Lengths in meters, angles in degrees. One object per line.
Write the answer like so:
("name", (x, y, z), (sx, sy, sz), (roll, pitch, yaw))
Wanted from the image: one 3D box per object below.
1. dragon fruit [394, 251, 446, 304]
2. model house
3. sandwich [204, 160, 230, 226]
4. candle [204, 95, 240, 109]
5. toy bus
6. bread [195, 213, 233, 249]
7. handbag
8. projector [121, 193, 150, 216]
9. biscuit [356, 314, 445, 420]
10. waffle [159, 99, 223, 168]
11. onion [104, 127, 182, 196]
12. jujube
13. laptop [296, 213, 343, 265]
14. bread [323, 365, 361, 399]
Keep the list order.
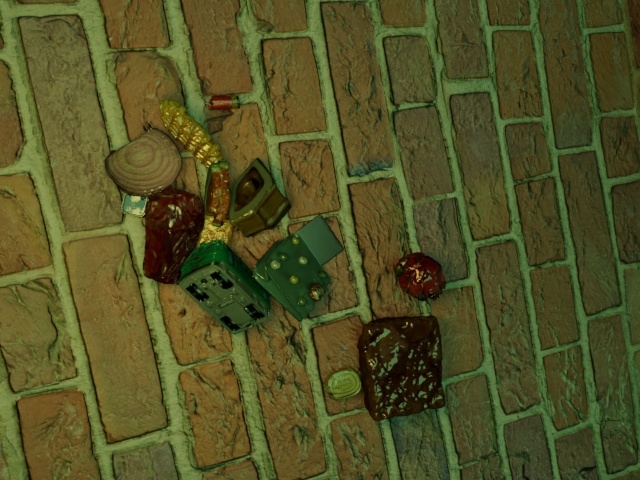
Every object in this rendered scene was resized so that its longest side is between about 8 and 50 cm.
("dragon fruit", (0.421, 0.157, 1.933), (0.274, 0.192, 0.192), (33, 74, -25))
("model house", (-0.225, -0.125, 1.767), (0.268, 0.173, 0.239), (-51, 145, -13))
("sandwich", (-0.369, -0.152, 1.662), (0.079, 0.159, 0.234), (3, 127, -19))
("candle", (-0.373, -0.521, 1.775), (0.131, 0.052, 0.051), (-8, 93, -14))
("toy bus", (-0.333, 0.156, 1.665), (0.184, 0.199, 0.343), (-26, 127, 14))
("bread", (-0.402, 0.000, 1.763), (0.126, 0.068, 0.188), (10, 88, -15))
("handbag", (-0.092, 0.126, 1.763), (0.274, 0.100, 0.268), (50, 35, -8))
("projector", (-0.662, -0.128, 1.682), (0.083, 0.082, 0.083), (15, 87, -15))
("biscuit", (0.327, 0.510, 1.921), (0.343, 0.166, 0.394), (-4, 91, -15))
("waffle", (-0.464, -0.372, 1.681), (0.310, 0.283, 0.065), (35, 70, 31))
("onion", (-0.605, -0.247, 1.662), (0.250, 0.111, 0.247), (-38, 72, -19))
("jujube", (-0.534, -0.014, 1.665), (0.217, 0.216, 0.341), (10, 96, -15))
("laptop", (0.000, 0.000, 1.902), (0.129, 0.016, 0.180), (-36, 99, -12))
("bread", (0.088, 0.583, 1.909), (0.157, 0.064, 0.117), (-11, 89, -14))
